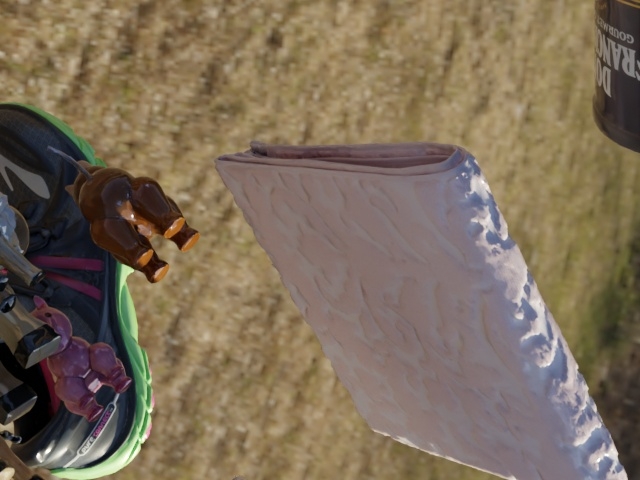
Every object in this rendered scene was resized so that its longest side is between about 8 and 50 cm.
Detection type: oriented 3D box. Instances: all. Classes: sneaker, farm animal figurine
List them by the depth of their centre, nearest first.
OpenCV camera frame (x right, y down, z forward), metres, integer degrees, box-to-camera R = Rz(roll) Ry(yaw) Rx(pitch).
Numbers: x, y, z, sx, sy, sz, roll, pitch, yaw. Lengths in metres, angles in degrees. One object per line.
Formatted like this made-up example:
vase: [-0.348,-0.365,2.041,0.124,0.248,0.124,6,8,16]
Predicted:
farm animal figurine: [-0.262,0.058,1.046,0.330,0.172,0.327,-55,164,22]
sneaker: [-0.342,0.051,1.794,0.202,0.185,0.483,-4,71,-47]

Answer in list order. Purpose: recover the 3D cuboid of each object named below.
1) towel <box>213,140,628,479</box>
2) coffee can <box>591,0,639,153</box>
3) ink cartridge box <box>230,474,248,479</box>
towel: [0.081,0.058,1.235,0.053,0.317,0.332,-42,117,-24]
coffee can: [0.299,-0.219,1.085,0.201,0.201,0.275,-32,128,-40]
ink cartridge box: [0.000,0.305,1.078,0.226,0.306,0.131,39,85,-7]
